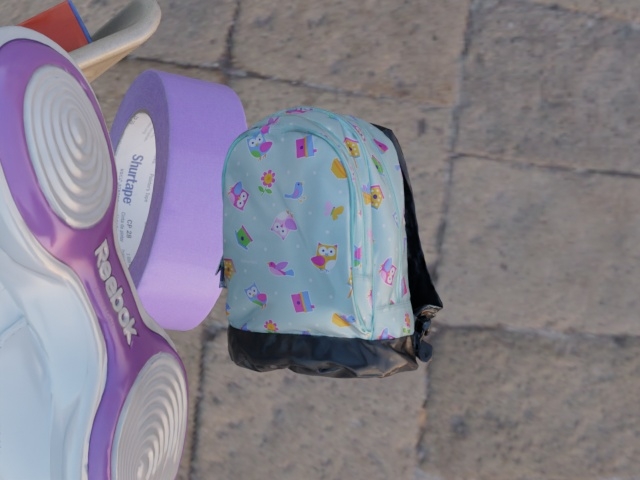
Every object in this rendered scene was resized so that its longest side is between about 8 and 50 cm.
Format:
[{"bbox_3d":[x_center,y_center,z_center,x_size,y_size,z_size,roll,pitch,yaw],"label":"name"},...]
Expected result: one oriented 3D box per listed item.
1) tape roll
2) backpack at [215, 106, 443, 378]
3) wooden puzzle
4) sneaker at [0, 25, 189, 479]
[{"bbox_3d":[-0.170,-0.043,1.326,0.090,0.275,0.275,9,92,-25],"label":"tape roll"},{"bbox_3d":[0.000,0.000,0.836,0.151,0.115,0.182,1,94,22],"label":"backpack"},{"bbox_3d":[-0.335,-0.099,1.035,0.348,0.322,0.081,-36,100,-32],"label":"wooden puzzle"},{"bbox_3d":[-0.156,0.047,0.603,0.152,0.114,0.305,-1,111,22],"label":"sneaker"}]
